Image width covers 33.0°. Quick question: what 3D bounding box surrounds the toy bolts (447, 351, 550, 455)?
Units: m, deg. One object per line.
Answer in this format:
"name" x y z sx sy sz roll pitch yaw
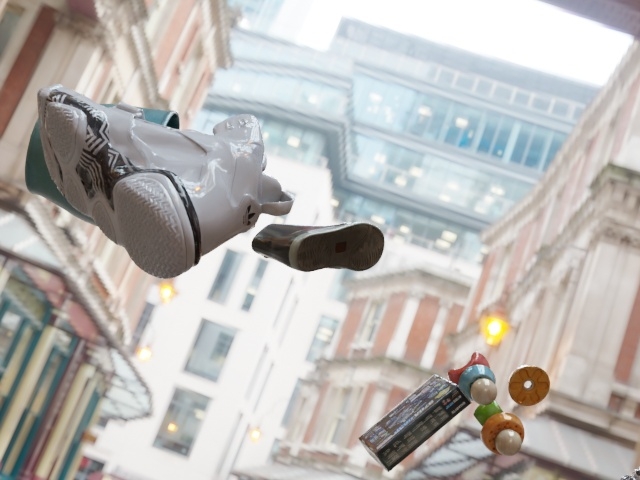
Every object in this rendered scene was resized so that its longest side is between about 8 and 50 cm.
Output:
"toy bolts" 0.420 0.359 2.465 0.228 0.218 0.158 47 5 -16

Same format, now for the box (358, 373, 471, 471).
"box" 0.190 0.371 2.222 0.051 0.220 0.175 52 -8 -6

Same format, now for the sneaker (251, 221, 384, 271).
"sneaker" 0.000 0.000 1.763 0.118 0.083 0.222 16 12 43

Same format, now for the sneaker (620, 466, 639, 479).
"sneaker" 0.475 0.376 1.448 0.162 0.281 0.106 61 9 16

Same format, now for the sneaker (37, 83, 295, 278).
"sneaker" -0.201 -0.099 1.363 0.366 0.210 0.137 41 -42 36

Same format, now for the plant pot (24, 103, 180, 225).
"plant pot" -0.437 -0.153 2.146 0.255 0.272 0.272 13 -17 0
